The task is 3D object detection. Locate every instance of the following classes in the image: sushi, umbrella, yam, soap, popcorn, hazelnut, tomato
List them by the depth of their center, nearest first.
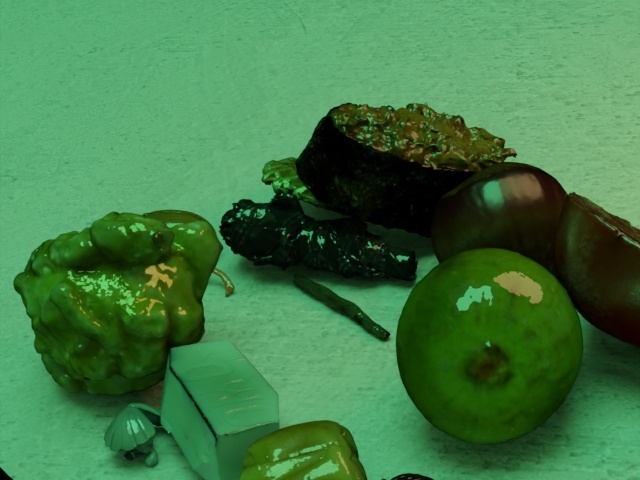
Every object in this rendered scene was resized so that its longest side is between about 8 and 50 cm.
[{"bbox_3d":[-0.138,0.242,1.876,0.145,0.091,0.230,-9,32,-31],"label":"soap"},{"bbox_3d":[0.454,0.074,1.879,0.338,0.143,0.338,30,12,-7],"label":"tomato"},{"bbox_3d":[-0.312,0.096,2.003,0.274,0.279,0.335,-4,4,-40],"label":"popcorn"},{"bbox_3d":[0.302,-0.014,2.086,0.251,0.217,0.217,-7,25,-40],"label":"hazelnut"},{"bbox_3d":[0.035,0.105,2.129,0.234,0.029,0.027,31,78,43],"label":"yam"},{"bbox_3d":[-0.005,-0.005,2.193,0.337,0.154,0.128,9,78,28],"label":"umbrella"},{"bbox_3d":[0.127,-0.137,2.207,0.349,0.207,0.234,9,32,-33],"label":"sushi"}]

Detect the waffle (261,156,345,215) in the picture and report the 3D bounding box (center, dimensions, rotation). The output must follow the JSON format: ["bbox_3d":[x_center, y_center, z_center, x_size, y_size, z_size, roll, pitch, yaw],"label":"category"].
[{"bbox_3d":[-0.001,-0.096,2.331,0.214,0.054,0.208,20,12,9],"label":"waffle"}]

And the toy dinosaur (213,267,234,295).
[{"bbox_3d":[-0.281,0.047,2.246,0.280,0.055,0.101,29,79,11],"label":"toy dinosaur"}]

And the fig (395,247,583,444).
[{"bbox_3d":[0.234,0.129,1.842,0.258,0.258,0.326,-2,18,12],"label":"fig"}]

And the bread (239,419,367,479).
[{"bbox_3d":[-0.010,0.358,1.670,0.167,0.132,0.294,-18,35,4],"label":"bread"}]

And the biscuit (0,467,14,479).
[{"bbox_3d":[-0.589,0.431,1.758,0.407,0.091,0.407,-5,34,4],"label":"biscuit"}]

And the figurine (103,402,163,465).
[{"bbox_3d":[-0.271,0.282,1.916,0.094,0.082,0.086,-8,49,22],"label":"figurine"}]

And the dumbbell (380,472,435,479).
[{"bbox_3d":[0.136,0.359,1.656,0.099,0.099,0.208,-27,36,-23],"label":"dumbbell"}]

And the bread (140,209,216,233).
[{"bbox_3d":[-0.274,-0.016,2.321,0.189,0.077,0.114,-5,-5,16],"label":"bread"}]
